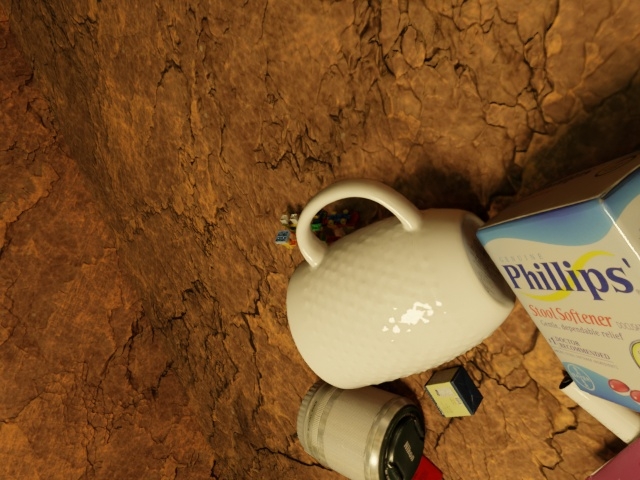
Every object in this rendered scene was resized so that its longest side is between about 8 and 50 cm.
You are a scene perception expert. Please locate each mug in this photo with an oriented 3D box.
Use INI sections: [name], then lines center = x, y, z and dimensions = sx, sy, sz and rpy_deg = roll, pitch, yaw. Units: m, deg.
[mug]
center = 0.116, 0.058, 0.716
dimensions = 0.328, 0.276, 0.374
rpy_deg = -30, 109, 38

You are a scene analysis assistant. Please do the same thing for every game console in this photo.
[game console]
center = 0.221, 0.623, 1.059
dimensions = 0.124, 0.144, 0.085
rpy_deg = 38, 135, 21

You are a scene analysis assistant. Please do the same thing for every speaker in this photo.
[speaker]
center = 0.474, 0.275, 0.684
dimensions = 0.136, 0.055, 0.055
rpy_deg = 40, 135, 20

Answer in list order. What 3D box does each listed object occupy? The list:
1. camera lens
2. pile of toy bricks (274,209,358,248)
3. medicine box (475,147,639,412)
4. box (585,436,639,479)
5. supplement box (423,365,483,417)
[camera lens]
center = 0.104, 0.476, 1.031
dimensions = 0.274, 0.219, 0.220
rpy_deg = 3, 115, 43
[pile of toy bricks]
center = 0.000, 0.000, 0.960
dimensions = 0.212, 0.118, 0.105
rpy_deg = -4, 145, 35
[medicine box]
center = 0.374, 0.054, 0.494
dimensions = 0.289, 0.149, 0.263
rpy_deg = 56, 173, 3
[box]
center = 0.564, 0.411, 0.588
dimensions = 0.242, 0.117, 0.214
rpy_deg = 23, 128, 14
[supplement box]
center = 0.287, 0.329, 0.892
dimensions = 0.083, 0.056, 0.083
rpy_deg = -34, 88, 48
